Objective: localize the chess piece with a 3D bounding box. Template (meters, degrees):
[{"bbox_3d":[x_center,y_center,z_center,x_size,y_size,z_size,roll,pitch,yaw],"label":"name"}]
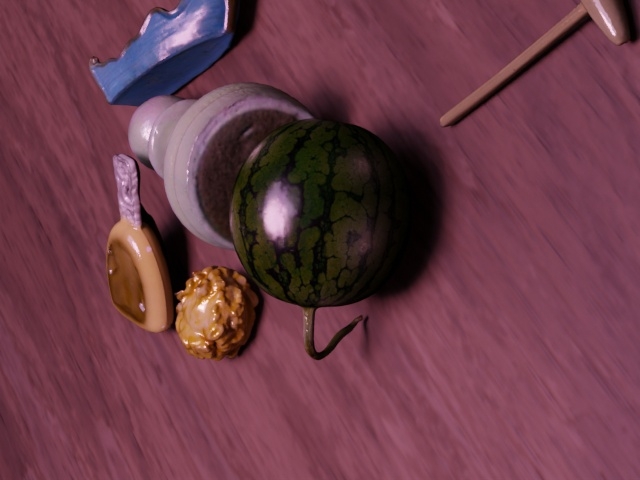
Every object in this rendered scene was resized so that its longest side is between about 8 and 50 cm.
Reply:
[{"bbox_3d":[-0.105,-0.078,1.647,0.272,0.139,0.139,23,102,62],"label":"chess piece"}]

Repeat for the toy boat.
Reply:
[{"bbox_3d":[-0.134,-0.189,1.722,0.185,0.075,0.077,-32,68,41],"label":"toy boat"}]

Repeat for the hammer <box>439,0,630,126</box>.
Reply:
[{"bbox_3d":[0.154,-0.124,1.403,0.195,0.028,0.060,-39,61,44],"label":"hammer"}]

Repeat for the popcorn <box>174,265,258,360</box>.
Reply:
[{"bbox_3d":[-0.093,0.063,1.643,0.083,0.057,0.082,-2,89,47],"label":"popcorn"}]

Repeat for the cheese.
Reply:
[{"bbox_3d":[-0.165,-0.001,1.710,0.086,0.036,0.162,32,133,49],"label":"cheese"}]

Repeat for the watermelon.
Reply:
[{"bbox_3d":[0.000,0.000,1.477,0.141,0.141,0.187,2,90,51],"label":"watermelon"}]
